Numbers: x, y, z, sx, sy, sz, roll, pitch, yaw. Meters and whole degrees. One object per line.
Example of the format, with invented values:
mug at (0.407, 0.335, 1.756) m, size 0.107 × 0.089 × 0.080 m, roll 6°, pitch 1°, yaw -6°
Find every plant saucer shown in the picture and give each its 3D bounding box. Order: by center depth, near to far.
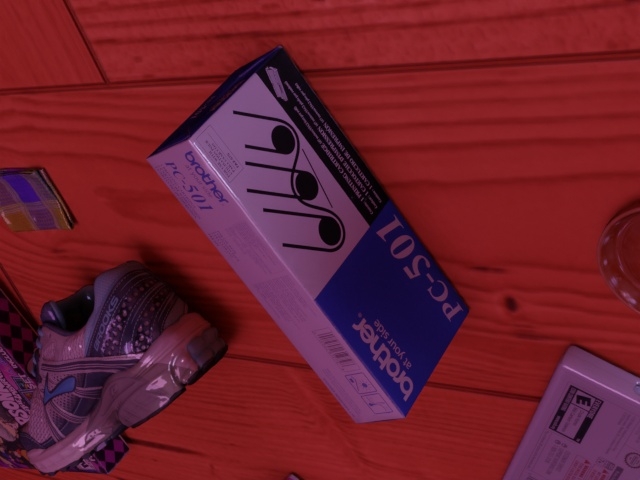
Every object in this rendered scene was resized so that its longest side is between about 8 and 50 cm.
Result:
plant saucer at (0.187, 0.012, 0.556) m, size 0.083 × 0.013 × 0.083 m, roll 21°, pitch 139°, yaw 19°

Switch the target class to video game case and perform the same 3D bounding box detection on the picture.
video game case at (0.210, 0.166, 0.686) m, size 0.173 × 0.022 × 0.190 m, roll 27°, pitch 139°, yaw 15°
video game case at (-0.324, 0.137, 1.056) m, size 0.210 × 0.042 × 0.232 m, roll -8°, pitch 123°, yaw 44°

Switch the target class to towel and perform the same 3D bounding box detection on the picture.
towel at (-0.236, -0.031, 0.846) m, size 0.083 × 0.009 × 0.060 m, roll 0°, pitch 127°, yaw 38°

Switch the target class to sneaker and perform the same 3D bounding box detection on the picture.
sneaker at (-0.186, 0.100, 0.884) m, size 0.122 × 0.110 × 0.283 m, roll 53°, pitch 133°, yaw 0°

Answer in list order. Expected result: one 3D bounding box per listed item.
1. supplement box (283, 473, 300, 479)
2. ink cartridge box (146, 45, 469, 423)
supplement box at (-0.049, 0.319, 0.966) m, size 0.114 × 0.111 × 0.220 m, roll 39°, pitch 141°, yaw 0°
ink cartridge box at (0.000, 0.000, 0.624) m, size 0.046 × 0.097 × 0.207 m, roll -17°, pitch 117°, yaw 46°
